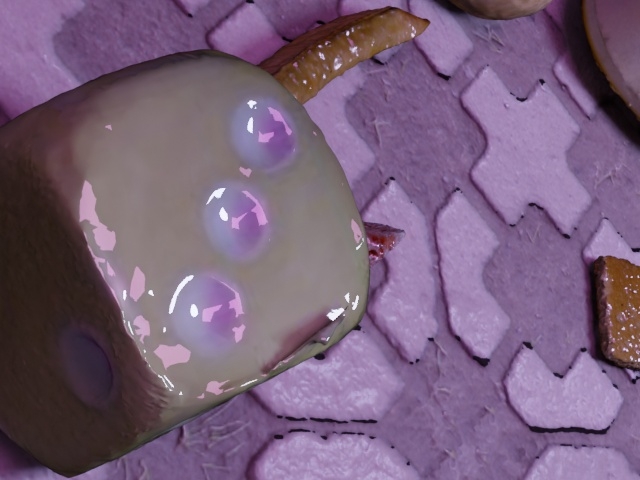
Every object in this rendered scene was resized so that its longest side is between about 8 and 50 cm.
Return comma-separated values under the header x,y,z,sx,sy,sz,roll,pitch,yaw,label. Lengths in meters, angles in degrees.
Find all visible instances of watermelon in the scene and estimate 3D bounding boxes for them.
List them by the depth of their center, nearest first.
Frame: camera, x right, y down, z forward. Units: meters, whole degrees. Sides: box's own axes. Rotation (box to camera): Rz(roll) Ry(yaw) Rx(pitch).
x,y,z,sx,sy,sz,roll,pitch,yaw,label
-0.007,0.002,1.240,0.180,0.094,0.081,-2,76,-23,watermelon

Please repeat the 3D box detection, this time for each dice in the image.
x,y,z,sx,sy,sz,roll,pitch,yaw,label
-0.132,0.016,1.017,0.252,0.254,0.250,-25,85,-41,dice

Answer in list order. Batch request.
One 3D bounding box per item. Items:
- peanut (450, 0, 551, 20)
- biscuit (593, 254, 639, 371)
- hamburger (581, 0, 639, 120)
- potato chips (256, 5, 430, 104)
x,y,z,sx,sy,sz,roll,pitch,yaw,label
0.174,-0.332,1.493,0.224,0.129,0.129,31,55,-28,peanut
0.411,0.102,1.568,0.237,0.026,0.131,17,64,-34,biscuit
0.450,-0.233,1.663,0.295,0.151,0.227,52,54,-15,hamburger
-0.018,-0.154,1.311,0.407,0.057,0.080,-45,115,-41,potato chips
